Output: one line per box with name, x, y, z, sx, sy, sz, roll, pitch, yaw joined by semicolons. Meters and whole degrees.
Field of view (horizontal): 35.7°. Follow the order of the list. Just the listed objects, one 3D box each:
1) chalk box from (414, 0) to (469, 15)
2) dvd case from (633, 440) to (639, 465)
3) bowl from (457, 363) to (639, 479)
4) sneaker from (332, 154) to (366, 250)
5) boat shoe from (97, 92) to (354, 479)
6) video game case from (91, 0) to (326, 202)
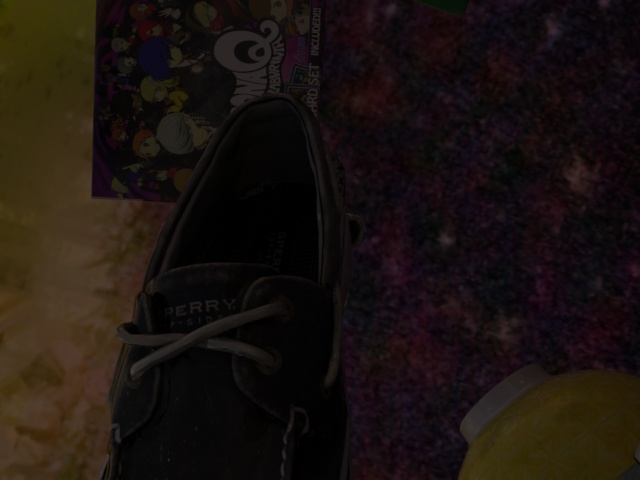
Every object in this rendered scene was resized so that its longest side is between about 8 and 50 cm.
chalk box;0.151;-0.387;1.034;0.179;0.180;0.289;-51;-21;-53
dvd case;0.301;0.120;0.637;0.180;0.022;0.253;50;146;42
bowl;0.239;0.225;1.051;0.156;0.289;0.289;50;123;25
sneaker;0.000;0.000;1.372;0.182;0.158;0.410;-19;29;30
boat shoe;-0.047;0.056;0.443;0.335;0.121;0.119;-87;-13;-49
video game case;-0.102;-0.148;0.916;0.042;0.210;0.232;-81;-6;-82
